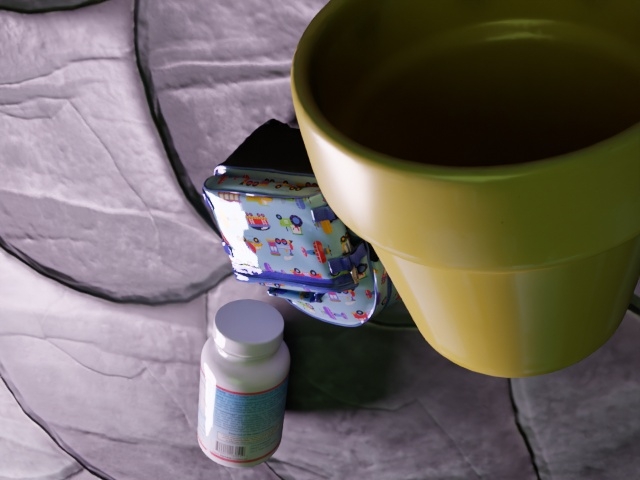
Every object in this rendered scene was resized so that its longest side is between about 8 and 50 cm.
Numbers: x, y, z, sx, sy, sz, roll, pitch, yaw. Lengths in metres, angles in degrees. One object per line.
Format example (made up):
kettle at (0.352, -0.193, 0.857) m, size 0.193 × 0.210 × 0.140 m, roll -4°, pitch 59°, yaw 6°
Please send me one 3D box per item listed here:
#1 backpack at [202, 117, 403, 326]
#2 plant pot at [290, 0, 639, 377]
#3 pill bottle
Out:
backpack at (0.000, 0.000, 0.833) m, size 0.158 × 0.117 × 0.173 m, roll 11°, pitch 132°, yaw 34°
plant pot at (0.127, -0.041, 0.680) m, size 0.254 × 0.254 × 0.239 m, roll 8°, pitch 138°, yaw 23°
pill bottle at (-0.075, 0.139, 0.984) m, size 0.087 × 0.087 × 0.160 m, roll 19°, pitch 127°, yaw 15°
